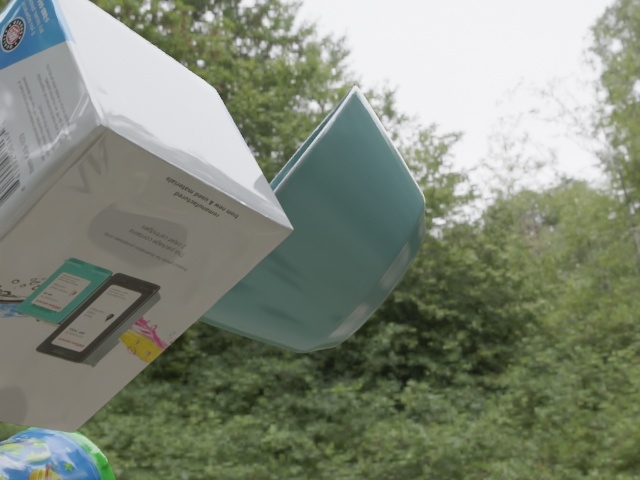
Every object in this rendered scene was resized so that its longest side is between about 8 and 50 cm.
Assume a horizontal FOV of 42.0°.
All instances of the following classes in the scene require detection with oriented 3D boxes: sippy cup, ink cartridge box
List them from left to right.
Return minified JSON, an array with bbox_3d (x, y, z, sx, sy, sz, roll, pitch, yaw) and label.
[{"bbox_3d":[-0.427,0.372,1.117,0.305,0.240,0.224,-16,-13,15],"label":"sippy cup"},{"bbox_3d":[-0.207,-0.017,0.655,0.270,0.198,0.197,-42,-39,16],"label":"ink cartridge box"}]

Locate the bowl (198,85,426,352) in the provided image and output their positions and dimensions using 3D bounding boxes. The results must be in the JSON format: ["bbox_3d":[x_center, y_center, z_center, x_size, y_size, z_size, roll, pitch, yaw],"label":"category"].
[{"bbox_3d":[0.000,0.000,0.918,0.163,0.311,0.311,38,-36,-6],"label":"bowl"}]
